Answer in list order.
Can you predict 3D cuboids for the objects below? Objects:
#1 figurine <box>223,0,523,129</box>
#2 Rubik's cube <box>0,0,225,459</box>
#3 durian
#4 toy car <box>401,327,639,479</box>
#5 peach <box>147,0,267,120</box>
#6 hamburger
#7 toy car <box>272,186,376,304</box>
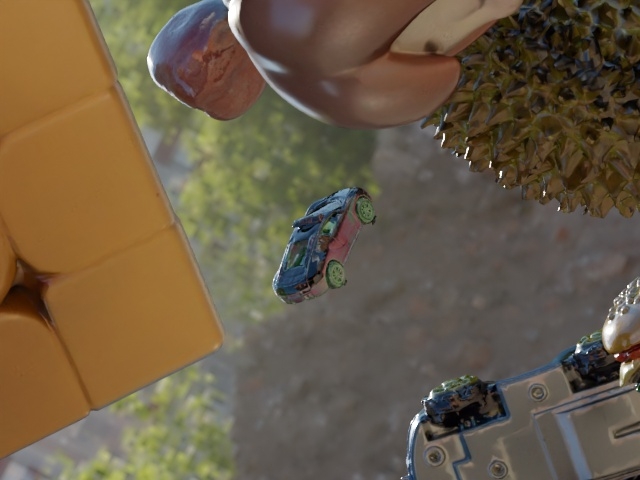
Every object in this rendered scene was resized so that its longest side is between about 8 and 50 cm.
[{"bbox_3d":[0.084,-0.206,0.960,0.388,0.248,0.276,-24,-12,12],"label":"figurine"},{"bbox_3d":[-0.271,-0.038,1.123,0.292,0.291,0.290,-26,29,-10],"label":"Rubik's cube"},{"bbox_3d":[0.187,-0.133,1.247,0.258,0.293,0.258,-170,90,-72],"label":"durian"},{"bbox_3d":[0.239,0.205,1.849,0.314,0.198,0.166,-21,2,10],"label":"toy car"},{"bbox_3d":[-0.129,-0.234,2.234,0.152,0.152,0.152,-63,-1,-2],"label":"peach"},{"bbox_3d":[0.308,0.068,1.464,0.162,0.115,0.162,-39,0,0],"label":"hamburger"},{"bbox_3d":[0.000,0.000,1.668,0.069,0.055,0.142,-16,37,41],"label":"toy car"}]
